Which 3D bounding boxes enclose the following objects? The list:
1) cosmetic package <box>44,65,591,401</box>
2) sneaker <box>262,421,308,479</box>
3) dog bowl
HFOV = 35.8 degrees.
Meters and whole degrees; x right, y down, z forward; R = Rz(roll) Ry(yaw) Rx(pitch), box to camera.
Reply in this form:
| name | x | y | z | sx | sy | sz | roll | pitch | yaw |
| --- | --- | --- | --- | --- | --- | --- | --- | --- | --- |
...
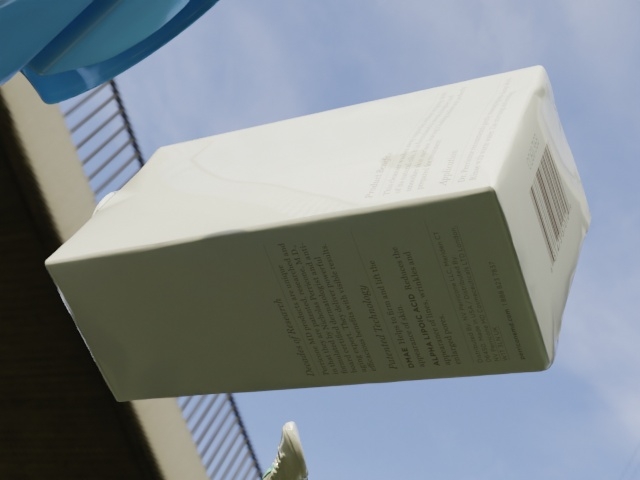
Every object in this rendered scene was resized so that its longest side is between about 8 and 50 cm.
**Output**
| name | x | y | z | sx | sy | sz | roll | pitch | yaw |
| --- | --- | --- | --- | --- | --- | --- | --- | --- | --- |
| cosmetic package | 0.000 | 0.000 | 0.809 | 0.385 | 0.217 | 0.156 | -9 | -63 | 29 |
| sneaker | -0.073 | 0.461 | 2.005 | 0.094 | 0.080 | 0.212 | -8 | -60 | -4 |
| dog bowl | -0.149 | -0.137 | 0.527 | 0.166 | 0.297 | 0.074 | -34 | -87 | 27 |
